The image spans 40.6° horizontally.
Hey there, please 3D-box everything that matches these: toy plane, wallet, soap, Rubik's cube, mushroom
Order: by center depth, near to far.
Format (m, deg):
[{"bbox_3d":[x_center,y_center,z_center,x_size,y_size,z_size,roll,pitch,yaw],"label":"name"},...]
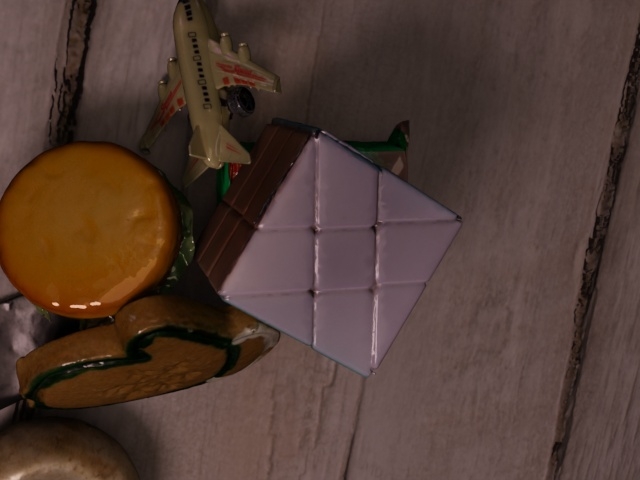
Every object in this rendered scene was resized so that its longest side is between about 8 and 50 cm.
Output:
[{"bbox_3d":[0.000,0.000,1.074,0.231,0.224,0.221,31,91,-20],"label":"Rubik's cube"},{"bbox_3d":[-0.357,0.331,1.137,0.254,0.195,0.189,3,95,-19],"label":"mushroom"},{"bbox_3d":[-0.152,-0.206,1.139,0.104,0.242,0.256,21,59,-50],"label":"toy plane"},{"bbox_3d":[-0.345,0.123,1.195,0.285,0.030,0.146,-21,107,-12],"label":"wallet"},{"bbox_3d":[-0.011,-0.064,1.230,0.273,0.098,0.217,-2,102,-17],"label":"soap"}]

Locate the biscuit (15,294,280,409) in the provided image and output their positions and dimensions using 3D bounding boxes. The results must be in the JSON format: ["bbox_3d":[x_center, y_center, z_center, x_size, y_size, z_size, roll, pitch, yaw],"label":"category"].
[{"bbox_3d":[-0.211,0.149,1.119,0.344,0.287,0.057,-8,66,-22],"label":"biscuit"}]

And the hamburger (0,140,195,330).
[{"bbox_3d":[-0.282,-0.001,1.108,0.246,0.170,0.246,1,78,-3],"label":"hamburger"}]
